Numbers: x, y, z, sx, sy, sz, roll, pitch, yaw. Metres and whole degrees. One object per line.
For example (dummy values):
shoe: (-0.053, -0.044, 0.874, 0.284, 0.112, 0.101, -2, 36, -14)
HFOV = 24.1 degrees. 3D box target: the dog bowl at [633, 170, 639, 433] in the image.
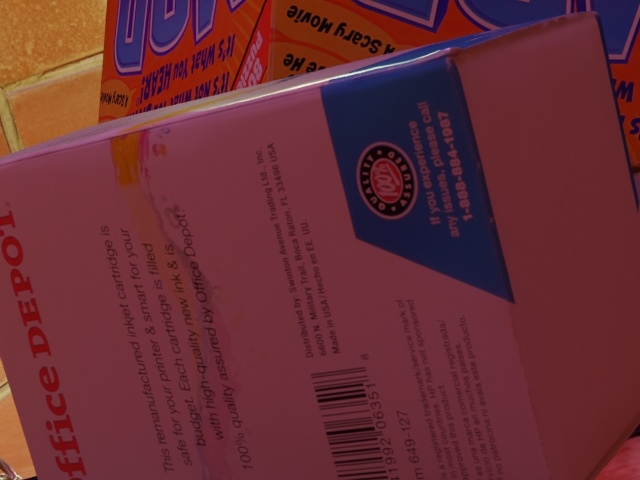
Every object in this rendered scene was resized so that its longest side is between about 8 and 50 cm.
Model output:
dog bowl: (0.148, 0.039, 0.917, 0.265, 0.104, 0.265, -16, 7, 2)

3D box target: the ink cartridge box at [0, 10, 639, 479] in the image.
ink cartridge box: (0.001, 0.016, 0.631, 0.233, 0.171, 0.168, -9, 9, 29)

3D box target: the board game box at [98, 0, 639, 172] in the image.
board game box: (0.063, -0.222, 1.131, 0.357, 0.356, 0.356, 7, -7, -25)

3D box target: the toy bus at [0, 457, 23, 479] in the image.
toy bus: (-0.307, 0.164, 0.980, 0.104, 0.202, 0.191, -50, 13, 2)

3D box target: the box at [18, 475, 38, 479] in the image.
box: (-0.056, 0.152, 0.665, 0.296, 0.073, 0.293, -15, 8, 7)
